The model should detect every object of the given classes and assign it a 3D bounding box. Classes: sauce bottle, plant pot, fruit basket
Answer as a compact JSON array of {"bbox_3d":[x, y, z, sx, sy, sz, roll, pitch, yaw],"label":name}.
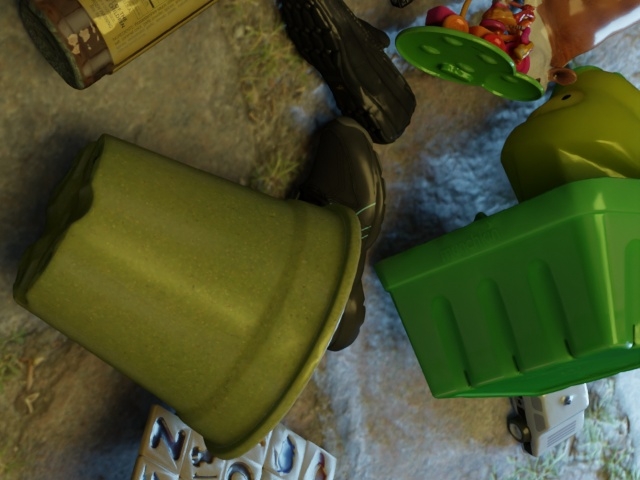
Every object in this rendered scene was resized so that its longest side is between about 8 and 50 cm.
[{"bbox_3d":[-0.119,-0.275,1.551,0.344,0.111,0.111,-37,125,-18],"label":"sauce bottle"},{"bbox_3d":[-0.142,0.032,1.569,0.254,0.276,0.276,29,92,-17],"label":"plant pot"},{"bbox_3d":[0.261,-0.030,1.798,0.283,0.392,0.392,2,107,-35],"label":"fruit basket"}]

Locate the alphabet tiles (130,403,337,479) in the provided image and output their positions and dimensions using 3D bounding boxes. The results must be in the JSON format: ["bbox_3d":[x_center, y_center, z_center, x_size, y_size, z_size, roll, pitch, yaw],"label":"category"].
[{"bbox_3d":[-0.081,0.317,1.717,0.342,0.011,0.285,38,54,-40],"label":"alphabet tiles"}]

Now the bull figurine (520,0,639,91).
[{"bbox_3d":[0.303,-0.287,1.834,0.310,0.101,0.188,-28,125,-22],"label":"bull figurine"}]

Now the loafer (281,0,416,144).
[{"bbox_3d":[0.032,-0.198,1.712,0.078,0.076,0.223,-52,128,-24],"label":"loafer"}]

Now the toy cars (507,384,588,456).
[{"bbox_3d":[0.326,0.092,2.015,0.176,0.087,0.393,16,99,-37],"label":"toy cars"}]

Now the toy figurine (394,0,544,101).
[{"bbox_3d":[0.180,-0.252,1.729,0.173,0.130,0.159,23,74,-21],"label":"toy figurine"}]

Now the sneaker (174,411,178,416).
[{"bbox_3d":[-0.136,0.171,1.754,0.152,0.058,0.084,-31,118,-12],"label":"sneaker"}]

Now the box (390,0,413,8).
[{"bbox_3d":[0.094,-0.298,1.742,0.067,0.018,0.083,-35,125,-18],"label":"box"}]

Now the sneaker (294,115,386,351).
[{"bbox_3d":[0.000,0.000,1.749,0.106,0.101,0.267,-5,111,-30],"label":"sneaker"}]
